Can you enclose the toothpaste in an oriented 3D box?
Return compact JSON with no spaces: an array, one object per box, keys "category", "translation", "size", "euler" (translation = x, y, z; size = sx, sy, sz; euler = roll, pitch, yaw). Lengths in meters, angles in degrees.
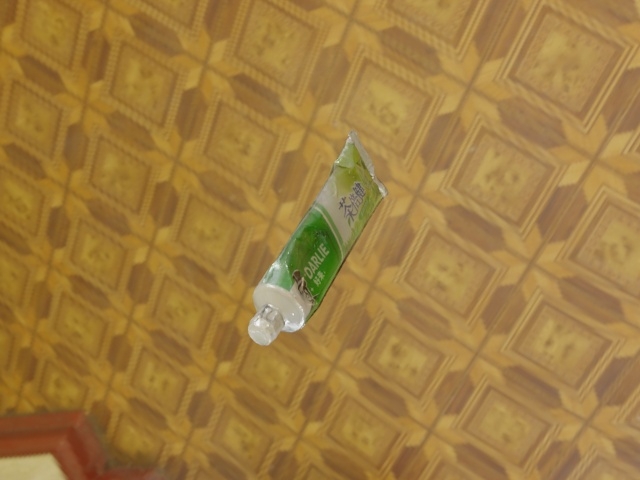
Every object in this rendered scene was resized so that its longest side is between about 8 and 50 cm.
[{"category":"toothpaste","translation":[0.000,0.000,0.926],"size":[0.047,0.248,0.078],"euler":[-11,121,35]}]
